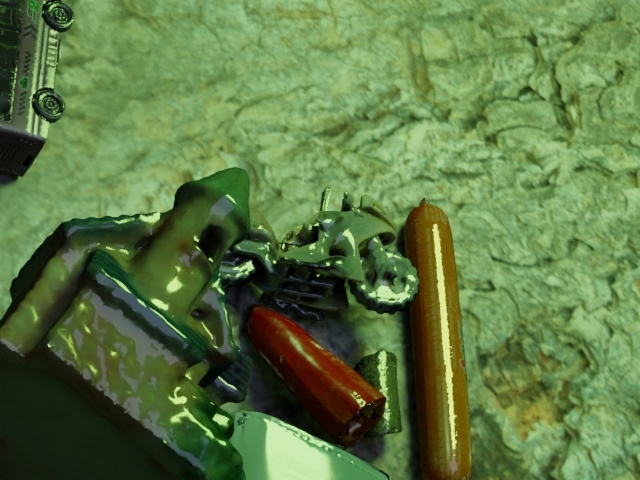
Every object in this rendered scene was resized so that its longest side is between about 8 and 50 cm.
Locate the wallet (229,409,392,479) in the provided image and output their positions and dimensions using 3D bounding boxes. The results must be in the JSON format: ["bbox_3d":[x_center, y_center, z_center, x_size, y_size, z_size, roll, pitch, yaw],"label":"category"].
[{"bbox_3d":[-0.036,0.290,1.722,0.176,0.075,0.250,26,52,-12],"label":"wallet"}]

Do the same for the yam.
[{"bbox_3d":[0.057,0.154,1.881,0.043,0.043,0.094,11,60,-29],"label":"yam"}]

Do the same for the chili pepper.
[{"bbox_3d":[-0.014,0.119,1.831,0.065,0.088,0.169,-45,70,-2],"label":"chili pepper"}]

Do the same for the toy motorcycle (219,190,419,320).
[{"bbox_3d":[-0.015,0.005,1.887,0.229,0.094,0.130,10,56,-11],"label":"toy motorcycle"}]

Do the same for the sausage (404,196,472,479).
[{"bbox_3d":[0.119,0.108,1.940,0.053,0.053,0.348,14,57,-27],"label":"sausage"}]

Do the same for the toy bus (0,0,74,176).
[{"bbox_3d":[-0.293,-0.159,1.796,0.098,0.087,0.178,13,59,-20],"label":"toy bus"}]

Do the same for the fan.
[{"bbox_3d":[0.000,0.000,1.954,0.085,0.005,0.133,21,55,-22],"label":"fan"}]

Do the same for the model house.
[{"bbox_3d":[-0.152,0.098,1.597,0.245,0.312,0.280,38,51,-6],"label":"model house"}]
